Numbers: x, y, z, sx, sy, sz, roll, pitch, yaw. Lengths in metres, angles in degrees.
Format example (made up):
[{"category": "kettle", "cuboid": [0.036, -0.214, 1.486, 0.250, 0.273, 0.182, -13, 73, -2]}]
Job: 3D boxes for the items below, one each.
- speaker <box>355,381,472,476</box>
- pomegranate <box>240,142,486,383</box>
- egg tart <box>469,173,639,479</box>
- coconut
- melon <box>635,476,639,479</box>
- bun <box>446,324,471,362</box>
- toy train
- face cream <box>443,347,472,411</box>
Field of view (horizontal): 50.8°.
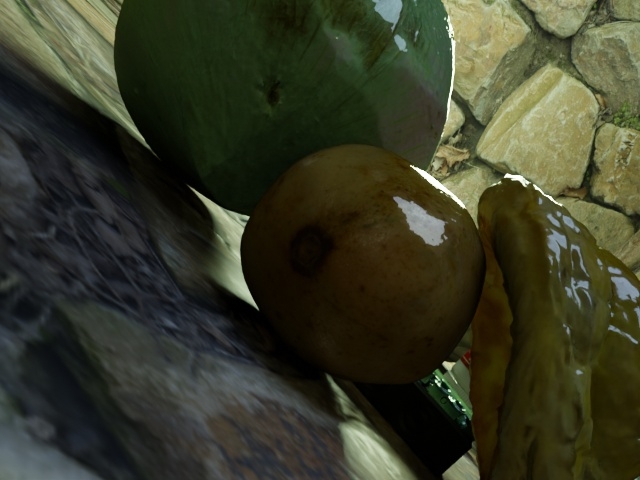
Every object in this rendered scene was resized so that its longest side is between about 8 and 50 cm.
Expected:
[{"category": "speaker", "cuboid": [0.054, 0.119, 0.601, 0.191, 0.040, 0.046, 47, 4, 15]}, {"category": "pomegranate", "cuboid": [0.038, 0.017, 0.511, 0.196, 0.196, 0.196, 45, 4, -4]}, {"category": "egg tart", "cuboid": [0.191, 0.101, 0.549, 0.128, 0.319, 0.319, 1, -1, 7]}, {"category": "coconut", "cuboid": [-0.033, -0.153, 0.637, 0.328, 0.328, 0.281, 46, -39, -1]}, {"category": "melon", "cuboid": [0.262, 0.259, 0.645, 0.139, 0.139, 0.192, 48, 6, 23]}, {"category": "bun", "cuboid": [0.260, 0.118, 1.404, 0.360, 0.211, 0.360, 37, -14, 10]}, {"category": "toy train", "cuboid": [0.147, 0.190, 0.849, 0.071, 0.038, 0.148, 42, 7, -36]}, {"category": "face cream", "cuboid": [0.314, 0.233, 1.045, 0.201, 0.187, 0.201, 46, 4, -4]}]
